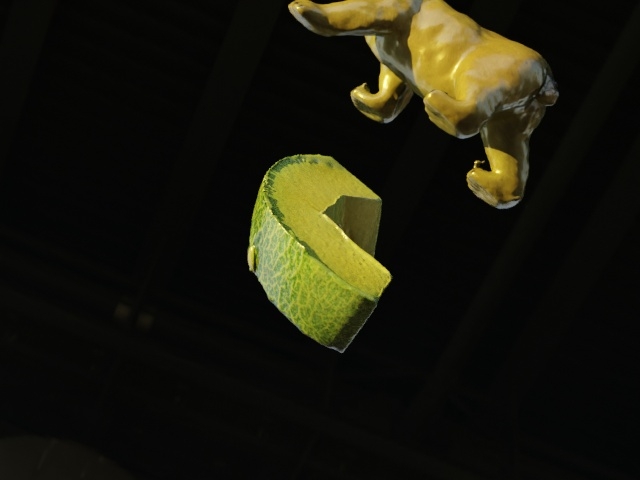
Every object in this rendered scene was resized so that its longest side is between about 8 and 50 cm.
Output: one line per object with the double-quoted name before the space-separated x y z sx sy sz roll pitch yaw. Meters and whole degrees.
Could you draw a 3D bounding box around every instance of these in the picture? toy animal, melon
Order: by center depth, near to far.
"toy animal" 0.071 -0.129 0.908 0.219 0.103 0.101 38 -101 24
"melon" 0.000 0.000 1.028 0.118 0.209 0.064 25 -64 0
